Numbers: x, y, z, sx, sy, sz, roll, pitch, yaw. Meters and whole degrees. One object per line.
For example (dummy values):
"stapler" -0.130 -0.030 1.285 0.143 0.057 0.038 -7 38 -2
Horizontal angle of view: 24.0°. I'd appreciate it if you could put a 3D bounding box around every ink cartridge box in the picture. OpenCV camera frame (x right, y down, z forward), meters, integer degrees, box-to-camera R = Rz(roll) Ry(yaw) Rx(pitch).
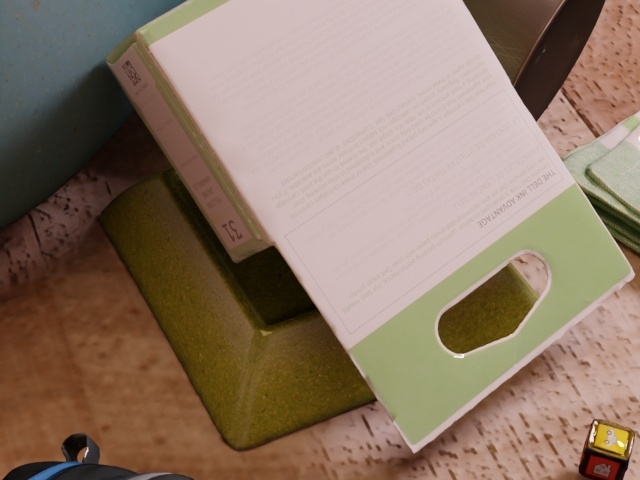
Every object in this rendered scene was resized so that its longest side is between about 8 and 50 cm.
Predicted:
"ink cartridge box" 0.029 -0.036 0.745 0.171 0.056 0.235 -34 95 -28

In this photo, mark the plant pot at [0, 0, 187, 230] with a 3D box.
"plant pot" -0.224 -0.107 0.763 0.272 0.271 0.255 22 63 20

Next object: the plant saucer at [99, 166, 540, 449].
"plant saucer" 0.000 0.000 0.798 0.188 0.045 0.188 -19 48 -20

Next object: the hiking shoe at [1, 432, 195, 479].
"hiking shoe" -0.159 0.203 0.571 0.304 0.113 0.132 -41 28 -27

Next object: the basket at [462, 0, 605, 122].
"basket" 0.041 -0.162 0.876 0.227 0.204 0.154 32 68 16

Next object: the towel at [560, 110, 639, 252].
"towel" 0.322 -0.060 0.872 0.248 0.038 0.325 33 53 27

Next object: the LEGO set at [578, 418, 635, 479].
"LEGO set" 0.198 0.163 0.633 0.183 0.060 0.244 -5 45 -12
